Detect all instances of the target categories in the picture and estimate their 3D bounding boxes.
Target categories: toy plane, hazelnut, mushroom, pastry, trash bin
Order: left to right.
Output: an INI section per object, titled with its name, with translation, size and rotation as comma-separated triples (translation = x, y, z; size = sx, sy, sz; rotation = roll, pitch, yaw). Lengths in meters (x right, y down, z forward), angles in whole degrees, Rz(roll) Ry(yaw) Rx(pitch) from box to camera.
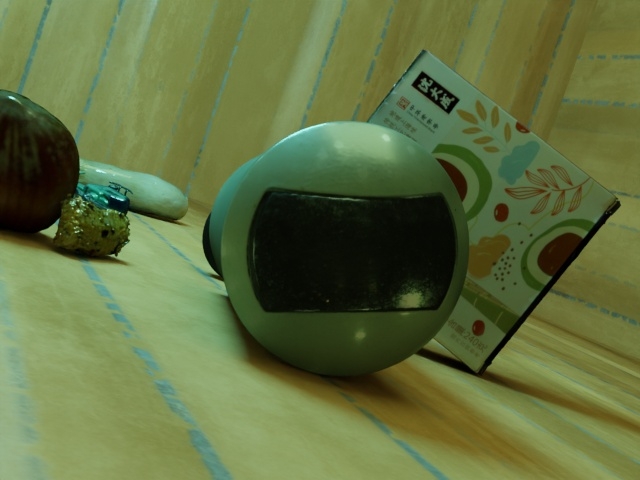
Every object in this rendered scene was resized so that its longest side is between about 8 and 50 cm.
[hazelnut]
translation = -0.433, -0.114, 1.219
size = 0.212, 0.181, 0.181
rotation = 18, 5, -12
[pastry]
translation = -0.316, -0.015, 1.239
size = 0.056, 0.080, 0.140
rotation = -8, -15, 21
[toy plane]
translation = -0.469, -0.093, 1.857
size = 0.235, 0.060, 0.096
rotation = 26, 20, 33
[mushroom]
translation = -0.463, -0.124, 2.070
size = 0.351, 0.095, 0.122
rotation = 19, -15, -30
[trash bin]
translation = 0.000, 0.000, 1.120
size = 0.280, 0.281, 0.432
rotation = 19, 0, -13

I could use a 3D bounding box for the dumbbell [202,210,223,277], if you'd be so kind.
[dumbbell]
translation = -0.119, -0.007, 1.546
size = 0.152, 0.153, 0.218
rotation = 19, 3, -3

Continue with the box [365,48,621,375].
[box]
translation = 0.206, -0.043, 1.423
size = 0.385, 0.345, 0.122
rotation = 38, 4, 2
